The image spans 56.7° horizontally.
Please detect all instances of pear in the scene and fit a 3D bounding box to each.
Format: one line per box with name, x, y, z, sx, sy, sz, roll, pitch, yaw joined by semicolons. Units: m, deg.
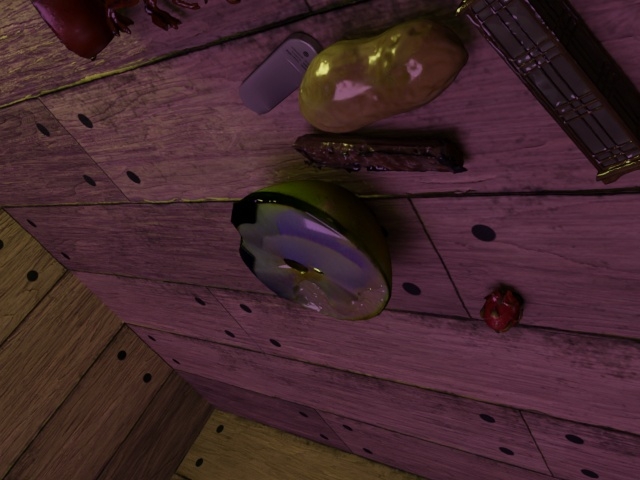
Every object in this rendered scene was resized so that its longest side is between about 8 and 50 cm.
pear;0.005;-0.001;1.287;0.398;0.165;0.399;23;149;15

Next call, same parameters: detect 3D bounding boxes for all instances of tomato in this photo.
tomato;-0.442;-0.446;1.074;0.085;0.225;0.225;-27;124;12

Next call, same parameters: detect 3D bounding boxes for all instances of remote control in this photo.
remote control;-0.076;-0.297;1.079;0.077;0.022;0.245;41;148;-18

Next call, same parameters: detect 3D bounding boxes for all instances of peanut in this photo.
peanut;0.073;-0.243;0.900;0.318;0.148;0.147;-4;134;51

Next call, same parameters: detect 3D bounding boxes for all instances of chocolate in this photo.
chocolate;0.099;-0.161;1.069;0.329;0.065;0.102;8;174;35

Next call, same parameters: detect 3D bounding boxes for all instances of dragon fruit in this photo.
dragon fruit;0.380;0.153;1.251;0.086;0.081;0.116;14;145;11

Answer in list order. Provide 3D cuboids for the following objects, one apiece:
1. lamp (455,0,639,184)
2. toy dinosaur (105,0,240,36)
lamp;0.319;-0.218;0.764;0.325;0.089;0.090;42;147;-18
toy dinosaur;-0.318;-0.457;0.999;0.432;0.097;0.208;26;134;4
